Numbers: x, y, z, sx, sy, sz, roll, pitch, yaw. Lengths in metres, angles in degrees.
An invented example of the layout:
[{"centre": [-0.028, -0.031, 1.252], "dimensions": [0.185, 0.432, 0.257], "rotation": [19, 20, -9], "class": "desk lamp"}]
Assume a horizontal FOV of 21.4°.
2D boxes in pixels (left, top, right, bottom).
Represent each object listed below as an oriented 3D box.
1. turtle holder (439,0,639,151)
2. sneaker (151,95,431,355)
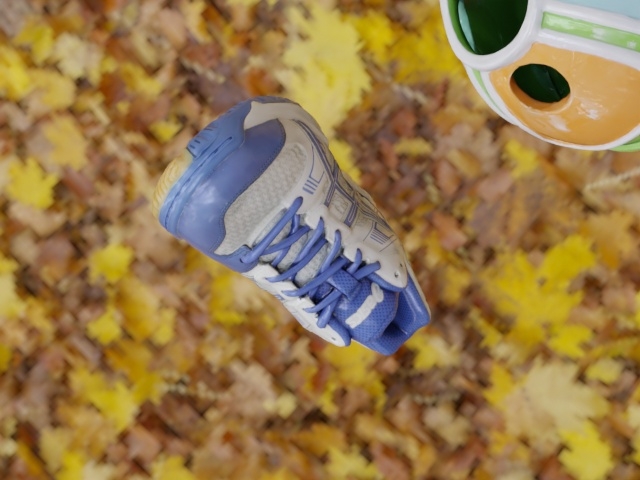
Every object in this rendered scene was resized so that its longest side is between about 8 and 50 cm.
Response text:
[{"centre": [0.228, -0.240, 1.469], "dimensions": [0.243, 0.227, 0.320], "rotation": [11, 98, 53], "class": "turtle holder"}, {"centre": [0.000, 0.000, 1.093], "dimensions": [0.112, 0.296, 0.131], "rotation": [-45, 68, 8], "class": "sneaker"}]
